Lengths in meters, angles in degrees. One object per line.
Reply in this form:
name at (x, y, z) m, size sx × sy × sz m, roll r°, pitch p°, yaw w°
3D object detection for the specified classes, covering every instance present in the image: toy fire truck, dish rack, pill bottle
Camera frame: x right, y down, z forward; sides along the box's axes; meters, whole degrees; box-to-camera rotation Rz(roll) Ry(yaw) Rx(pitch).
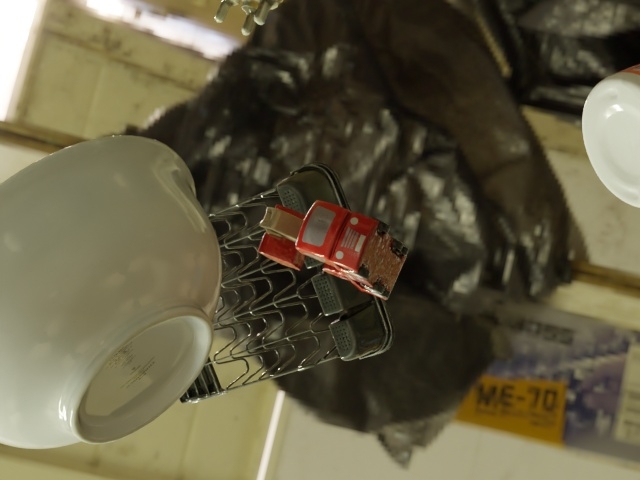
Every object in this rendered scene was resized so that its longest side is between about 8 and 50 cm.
toy fire truck at (0.000, 0.000, 1.122) m, size 0.135 × 0.047 × 0.192 m, roll 21°, pitch 174°, yaw 17°
dish rack at (-0.078, 0.056, 1.425) m, size 0.271 × 0.208 × 0.074 m, roll -20°, pitch 180°, yaw 31°
pill bottle at (0.353, -0.119, 1.213) m, size 0.221 × 0.124 × 0.124 m, roll -23°, pitch -170°, yaw -27°

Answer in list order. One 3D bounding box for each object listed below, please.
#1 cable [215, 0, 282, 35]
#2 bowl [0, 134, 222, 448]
cable at (-0.038, -0.358, 1.482) m, size 0.072 × 0.287 × 0.139 m, roll 37°, pitch 169°, yaw -34°
bowl at (-0.182, 0.071, 1.119) m, size 0.134 × 0.298 × 0.298 m, roll 42°, pitch -175°, yaw 26°
